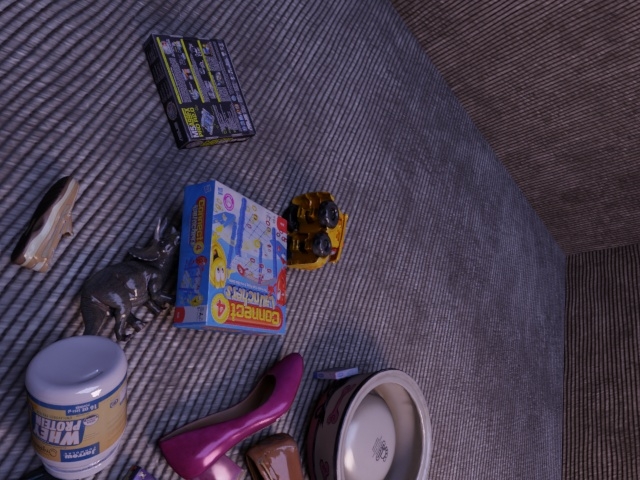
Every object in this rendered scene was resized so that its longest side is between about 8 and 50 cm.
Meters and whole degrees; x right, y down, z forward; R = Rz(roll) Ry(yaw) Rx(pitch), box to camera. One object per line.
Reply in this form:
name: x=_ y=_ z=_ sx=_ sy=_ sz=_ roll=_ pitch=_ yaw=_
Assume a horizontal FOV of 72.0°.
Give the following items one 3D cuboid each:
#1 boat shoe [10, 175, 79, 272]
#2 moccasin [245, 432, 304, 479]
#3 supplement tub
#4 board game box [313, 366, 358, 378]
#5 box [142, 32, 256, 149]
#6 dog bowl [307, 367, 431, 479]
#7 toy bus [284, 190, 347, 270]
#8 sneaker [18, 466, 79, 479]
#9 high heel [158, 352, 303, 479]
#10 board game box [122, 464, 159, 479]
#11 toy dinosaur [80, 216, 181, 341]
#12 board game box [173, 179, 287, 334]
boat shoe: x=-0.504 y=-0.030 z=0.838 sx=0.072 sy=0.068 sz=0.190 roll=40 pitch=62 yaw=-44
moccasin: x=-0.081 y=0.646 z=0.997 sx=0.146 sy=0.139 sz=0.381 roll=-12 pitch=89 yaw=-39
supplement tub: x=-0.400 y=0.277 z=0.734 sx=0.144 sy=0.144 sz=0.200 roll=-16 pitch=125 yaw=-45
board game box: x=0.043 y=0.370 z=1.229 sx=0.090 sy=0.090 sz=0.020 roll=3 pitch=76 yaw=-43
box: x=-0.303 y=-0.382 z=1.131 sx=0.216 sy=0.060 sz=0.270 roll=-22 pitch=94 yaw=-45
dog bowl: x=0.132 y=0.554 z=1.204 sx=0.407 sy=0.150 sz=0.409 roll=10 pitch=76 yaw=-44
toy bus: x=0.000 y=0.000 z=1.275 sx=0.211 sy=0.149 sz=0.221 roll=39 pitch=54 yaw=-49
sneaker: x=-0.507 y=0.423 z=0.668 sx=0.267 sy=0.106 sz=0.101 roll=-10 pitch=87 yaw=-44
high heel: x=-0.179 y=0.362 z=0.998 sx=0.181 sy=0.127 sz=0.377 roll=50 pitch=45 yaw=-14
board game box: x=-0.349 y=0.542 z=0.827 sx=0.141 sy=0.048 sz=0.170 roll=51 pitch=49 yaw=-23
toy dinosaur: x=-0.393 y=0.104 z=0.887 sx=0.160 sy=0.121 sz=0.313 roll=51 pitch=52 yaw=-5
board game box: x=-0.190 y=0.059 z=1.023 sx=0.308 sy=0.086 sz=0.302 roll=28 pitch=57 yaw=-60
